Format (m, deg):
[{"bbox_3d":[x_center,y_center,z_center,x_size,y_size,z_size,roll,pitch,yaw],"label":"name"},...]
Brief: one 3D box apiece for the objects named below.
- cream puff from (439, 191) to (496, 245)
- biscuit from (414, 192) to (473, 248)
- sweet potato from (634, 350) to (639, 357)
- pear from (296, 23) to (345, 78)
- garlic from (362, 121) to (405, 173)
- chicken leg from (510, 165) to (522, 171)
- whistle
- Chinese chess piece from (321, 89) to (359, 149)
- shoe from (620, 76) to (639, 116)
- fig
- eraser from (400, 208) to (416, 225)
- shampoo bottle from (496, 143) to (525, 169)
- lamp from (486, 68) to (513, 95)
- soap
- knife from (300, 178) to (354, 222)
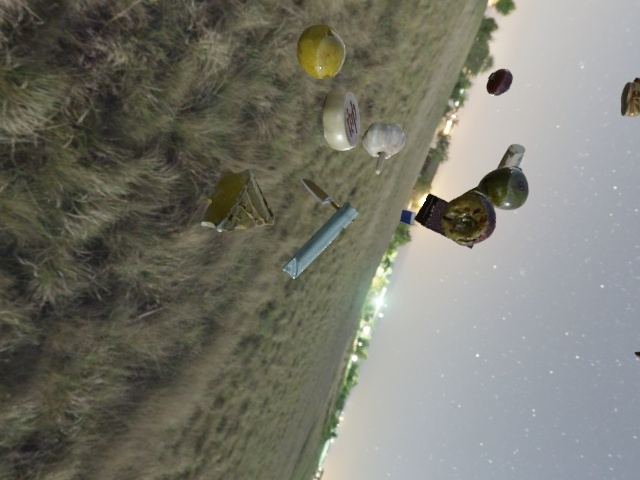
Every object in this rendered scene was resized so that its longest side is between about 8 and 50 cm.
[{"bbox_3d":[0.401,-0.058,1.097,0.084,0.149,0.149,1,112,-55],"label":"cream puff"},{"bbox_3d":[0.436,-0.061,1.344,0.106,0.252,0.070,-62,-153,13],"label":"biscuit"},{"bbox_3d":[0.815,0.272,0.929,0.038,0.153,0.041,-51,141,-44],"label":"sweet potato"},{"bbox_3d":[0.006,-0.774,1.683,0.209,0.208,0.209,21,90,-79],"label":"pear"},{"bbox_3d":[0.278,-0.407,1.824,0.199,0.199,0.226,73,24,-73],"label":"garlic"},{"bbox_3d":[0.765,-0.238,1.650,0.093,0.070,0.178,-43,153,-25],"label":"chicken leg"},{"bbox_3d":[0.000,0.000,1.344,0.312,0.062,0.062,-45,170,4],"label":"whistle"},{"bbox_3d":[0.098,-0.557,1.888,0.270,0.112,0.270,2,90,-68],"label":"Chinese chess piece"},{"bbox_3d":[0.907,-0.406,1.166,0.072,0.069,0.109,68,37,-65],"label":"shoe"},{"bbox_3d":[0.606,-0.177,1.443,0.259,0.151,0.151,-2,-118,64],"label":"fig"},{"bbox_3d":[0.418,-0.111,1.936,0.084,0.027,0.063,-149,-114,-64],"label":"eraser"},{"bbox_3d":[0.820,-0.302,1.798,0.127,0.078,0.257,-33,146,-28],"label":"shampoo bottle"},{"bbox_3d":[0.663,-0.586,1.504,0.101,0.090,0.101,-54,-161,28],"label":"lamp"},{"bbox_3d":[-0.332,-0.079,1.685,0.339,0.169,0.305,69,34,-53],"label":"soap"},{"bbox_3d":[0.020,-0.144,1.410,0.046,0.256,0.022,-33,155,-29],"label":"knife"}]
